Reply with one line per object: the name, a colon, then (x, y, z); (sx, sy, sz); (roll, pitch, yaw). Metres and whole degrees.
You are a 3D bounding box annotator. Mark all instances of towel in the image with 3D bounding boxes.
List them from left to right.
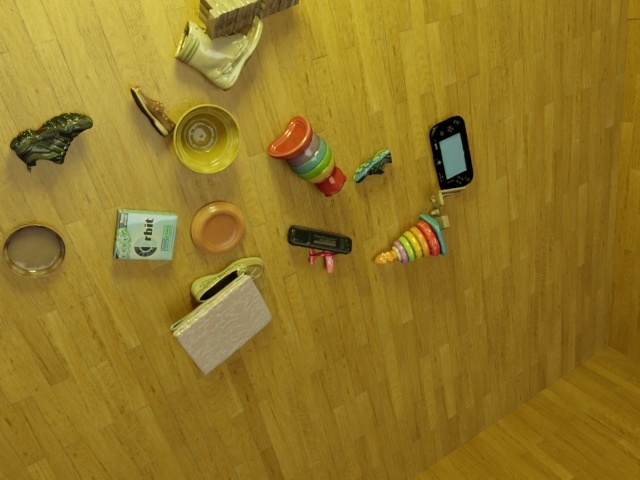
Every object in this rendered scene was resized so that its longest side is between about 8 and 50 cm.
towel: (-0.344, 0.303, 1.920); (0.331, 0.053, 0.317); (-38, 142, -17)

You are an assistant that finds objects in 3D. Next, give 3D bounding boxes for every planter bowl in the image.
planter bowl: (-0.370, -0.327, 1.697); (0.217, 0.090, 0.217); (-11, 114, -26)

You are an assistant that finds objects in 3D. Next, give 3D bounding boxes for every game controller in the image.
game controller: (0.550, -0.357, 2.236); (0.166, 0.067, 0.319); (-30, 120, -17)

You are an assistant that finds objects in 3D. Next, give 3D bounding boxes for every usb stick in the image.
usb stick: (0.000, 0.000, 2.055); (0.277, 0.045, 0.077); (11, 76, -29)

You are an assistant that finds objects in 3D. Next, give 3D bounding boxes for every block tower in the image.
block tower: (-0.209, -0.715, 1.583); (0.335, 0.091, 0.097); (-37, 80, -28)

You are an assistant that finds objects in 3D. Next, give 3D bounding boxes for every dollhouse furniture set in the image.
dollhouse furniture set: (0.550, -0.130, 2.267); (0.123, 0.144, 0.151); (-10, 82, -12)

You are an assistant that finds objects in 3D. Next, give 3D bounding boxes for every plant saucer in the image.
plant saucer: (-0.854, 0.029, 1.593); (0.168, 0.029, 0.169); (-11, 113, -27)
plant saucer: (-0.351, -0.037, 1.856); (0.199, 0.037, 0.200); (-11, 114, -26)

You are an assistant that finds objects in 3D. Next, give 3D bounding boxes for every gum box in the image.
gum box: (-0.569, -0.017, 1.733); (0.184, 0.041, 0.157); (4, 107, -30)

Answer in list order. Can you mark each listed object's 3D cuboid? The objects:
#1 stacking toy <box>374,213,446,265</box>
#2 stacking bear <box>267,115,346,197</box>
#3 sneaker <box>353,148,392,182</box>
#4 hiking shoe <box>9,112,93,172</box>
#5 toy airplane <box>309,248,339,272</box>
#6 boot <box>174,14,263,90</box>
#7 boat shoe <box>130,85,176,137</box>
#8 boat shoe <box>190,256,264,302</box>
stacking toy: (0.366, 0.034, 2.248); (0.301, 0.175, 0.166); (-26, 118, -6)
stacking bear: (-0.019, -0.272, 1.891); (0.175, 0.164, 0.289); (-50, 129, -4)
sneaker: (0.209, -0.278, 2.068); (0.188, 0.067, 0.078); (-38, 117, -16)
hiking shoe: (-0.747, -0.280, 1.514); (0.226, 0.086, 0.114); (-26, 133, -12)
toy airplane: (0.014, 0.058, 2.107); (0.151, 0.028, 0.151); (-2, 94, -32)
boot: (-0.307, -0.620, 1.622); (0.203, 0.095, 0.262); (27, 97, -33)
boat shoe: (-0.505, -0.397, 1.612); (0.060, 0.064, 0.178); (-44, 131, -14)
boat shoe: (-0.321, 0.150, 1.914); (0.285, 0.089, 0.105); (-26, 120, -20)
